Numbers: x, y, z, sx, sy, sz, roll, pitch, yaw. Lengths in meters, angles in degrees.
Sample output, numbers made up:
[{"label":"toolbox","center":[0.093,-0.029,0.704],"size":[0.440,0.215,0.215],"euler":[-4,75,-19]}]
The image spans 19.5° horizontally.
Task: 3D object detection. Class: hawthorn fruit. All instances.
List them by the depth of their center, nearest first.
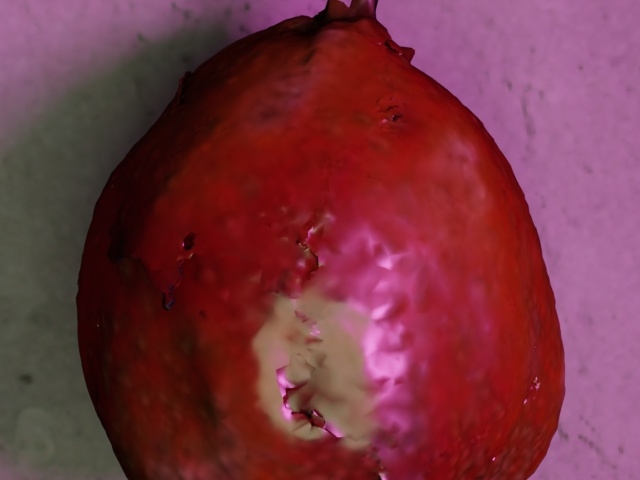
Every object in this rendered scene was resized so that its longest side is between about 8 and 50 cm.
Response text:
[{"label":"hawthorn fruit","center":[0.000,0.000,0.675],"size":[0.181,0.181,0.235],"euler":[1,94,-6]}]
